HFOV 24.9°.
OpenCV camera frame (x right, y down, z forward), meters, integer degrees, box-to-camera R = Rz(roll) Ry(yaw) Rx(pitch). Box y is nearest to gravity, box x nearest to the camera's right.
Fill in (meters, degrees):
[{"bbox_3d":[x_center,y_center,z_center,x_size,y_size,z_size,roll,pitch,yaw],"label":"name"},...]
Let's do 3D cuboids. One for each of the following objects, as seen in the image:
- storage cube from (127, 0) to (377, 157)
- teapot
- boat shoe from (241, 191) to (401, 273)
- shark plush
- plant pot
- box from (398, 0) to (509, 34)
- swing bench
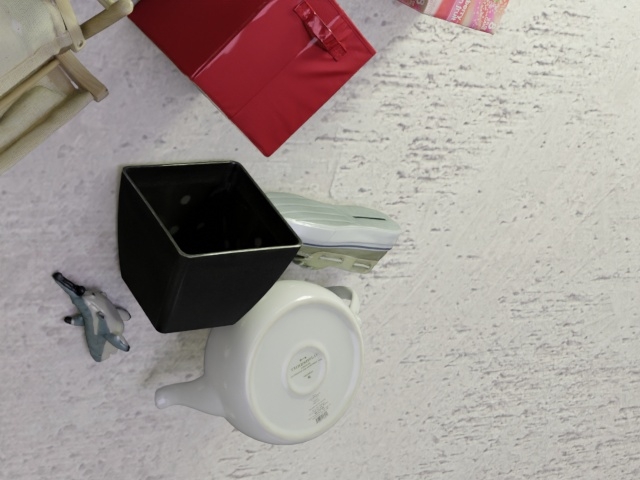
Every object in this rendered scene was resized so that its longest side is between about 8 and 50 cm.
[{"bbox_3d":[-0.085,-0.255,1.789,0.193,0.215,0.183,-44,137,1],"label":"storage cube"},{"bbox_3d":[-0.071,0.162,2.089,0.256,0.187,0.253,20,88,-38],"label":"teapot"},{"bbox_3d":[0.000,0.000,2.099,0.302,0.109,0.094,8,114,-45],"label":"boat shoe"},{"bbox_3d":[-0.313,0.107,1.953,0.067,0.073,0.161,-21,142,13],"label":"shark plush"},{"bbox_3d":[-0.168,0.018,1.930,0.188,0.187,0.167,-5,131,-37],"label":"plant pot"},{"bbox_3d":[0.203,-0.447,1.941,0.154,0.142,0.300,9,111,-43],"label":"box"},{"bbox_3d":[-0.365,-0.188,1.590,0.253,0.165,0.255,-43,177,-24],"label":"swing bench"}]
